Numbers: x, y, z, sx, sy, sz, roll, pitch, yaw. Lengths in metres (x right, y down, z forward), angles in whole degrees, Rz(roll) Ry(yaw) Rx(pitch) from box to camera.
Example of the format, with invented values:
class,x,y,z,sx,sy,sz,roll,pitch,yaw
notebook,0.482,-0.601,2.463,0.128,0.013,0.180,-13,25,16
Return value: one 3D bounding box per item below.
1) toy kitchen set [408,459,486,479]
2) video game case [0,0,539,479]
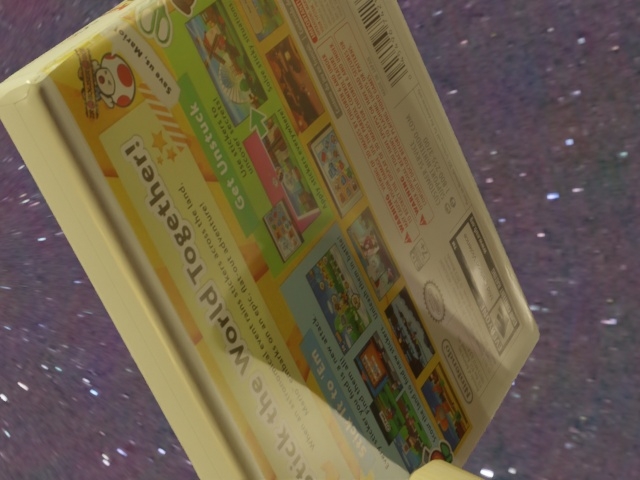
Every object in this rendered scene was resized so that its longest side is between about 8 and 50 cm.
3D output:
class,x,y,z,sx,sy,sz,roll,pitch,yaw
toy kitchen set,0.033,0.183,0.342,0.207,0.122,0.166,-41,-33,-50
video game case,0.000,0.000,0.505,0.206,0.026,0.227,-48,-61,-48
